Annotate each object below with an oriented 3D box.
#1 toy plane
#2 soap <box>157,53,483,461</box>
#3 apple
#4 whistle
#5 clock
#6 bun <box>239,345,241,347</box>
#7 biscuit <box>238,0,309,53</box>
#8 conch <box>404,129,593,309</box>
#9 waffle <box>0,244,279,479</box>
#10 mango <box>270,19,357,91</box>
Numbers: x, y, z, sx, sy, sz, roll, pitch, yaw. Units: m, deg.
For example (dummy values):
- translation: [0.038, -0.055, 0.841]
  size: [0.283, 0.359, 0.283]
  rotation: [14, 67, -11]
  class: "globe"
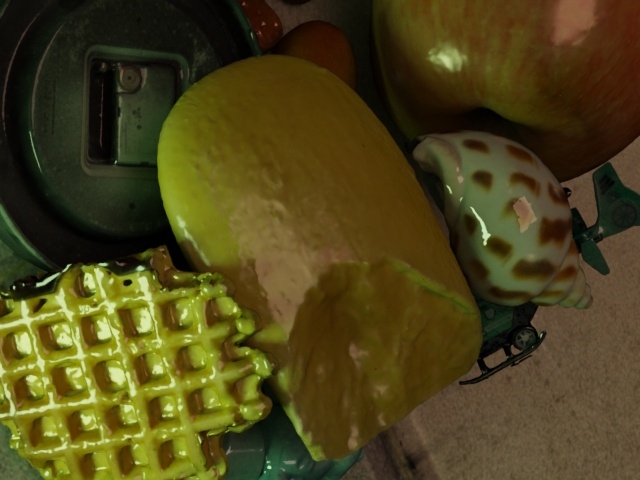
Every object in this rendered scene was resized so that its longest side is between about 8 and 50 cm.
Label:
- translation: [0.230, 0.053, 1.896]
  size: [0.155, 0.381, 0.106]
  rotation: [55, 11, -26]
  class: "toy plane"
- translation: [0.002, 0.000, 1.652]
  size: [0.306, 0.115, 0.427]
  rotation: [-32, 92, -32]
  class: "soap"
- translation: [0.245, -0.251, 1.885]
  size: [0.391, 0.391, 0.346]
  rotation: [32, 65, -26]
  class: "apple"
- translation: [-0.067, 0.237, 1.755]
  size: [0.274, 0.093, 0.186]
  rotation: [5, 52, -31]
  class: "whistle"
- translation: [-0.218, -0.136, 1.670]
  size: [0.386, 0.076, 0.386]
  rotation: [-6, 99, -42]
  class: "clock"
- translation: [-0.024, 0.058, 1.757]
  size: [0.195, 0.118, 0.195]
  rotation: [11, 64, -24]
  class: "bun"
- translation: [-0.143, -0.374, 1.840]
  size: [0.334, 0.047, 0.202]
  rotation: [45, 58, -22]
  class: "biscuit"
- translation: [0.213, -0.018, 1.772]
  size: [0.148, 0.183, 0.275]
  rotation: [-22, 111, 6]
  class: "conch"
- translation: [-0.204, 0.131, 1.572]
  size: [0.307, 0.312, 0.060]
  rotation: [43, 18, -2]
  class: "waffle"
- translation: [-0.022, -0.143, 1.826]
  size: [0.113, 0.138, 0.253]
  rotation: [12, 78, -1]
  class: "mango"
